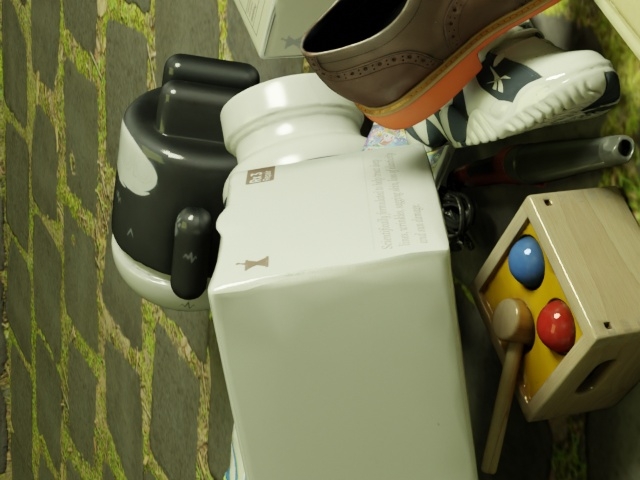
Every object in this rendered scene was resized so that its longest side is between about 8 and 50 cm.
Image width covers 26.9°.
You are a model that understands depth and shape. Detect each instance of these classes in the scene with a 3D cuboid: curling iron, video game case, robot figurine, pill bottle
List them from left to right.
[{"bbox_3d":[-0.129,-0.055,1.416,0.174,0.209,0.278,31,128,26],"label":"robot figurine"},{"bbox_3d":[0.000,0.000,1.151,0.153,0.153,0.264,136,124,-61],"label":"pill bottle"},{"bbox_3d":[0.057,-0.046,1.058,0.087,0.011,0.122,2,57,41],"label":"video game case"},{"bbox_3d":[0.146,-0.040,0.954,0.274,0.035,0.068,158,110,-67],"label":"curling iron"}]

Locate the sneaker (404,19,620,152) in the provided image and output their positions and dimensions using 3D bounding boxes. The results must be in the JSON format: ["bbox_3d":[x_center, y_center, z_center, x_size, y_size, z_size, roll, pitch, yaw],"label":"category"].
[{"bbox_3d":[0.114,-0.146,0.928,0.235,0.094,0.153,-179,75,-76],"label":"sneaker"}]

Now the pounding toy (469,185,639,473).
[{"bbox_3d":[0.152,0.061,0.885,0.141,0.100,0.130,115,142,-51],"label":"pounding toy"}]

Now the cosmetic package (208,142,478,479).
[{"bbox_3d":[0.032,0.148,0.946,0.217,0.156,0.385,-92,-6,-66],"label":"cosmetic package"}]

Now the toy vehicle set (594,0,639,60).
[{"bbox_3d":[0.248,-0.118,0.706,0.166,0.035,0.267,108,147,-43],"label":"toy vehicle set"}]

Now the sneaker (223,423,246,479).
[{"bbox_3d":[-0.097,0.313,1.477,0.091,0.126,0.240,157,105,-65],"label":"sneaker"}]

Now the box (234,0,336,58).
[{"bbox_3d":[-0.033,-0.316,1.188,0.148,0.121,0.311,111,144,-46],"label":"box"}]

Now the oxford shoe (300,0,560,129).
[{"bbox_3d":[0.100,-0.187,0.832,0.271,0.098,0.097,-48,44,15],"label":"oxford shoe"}]
